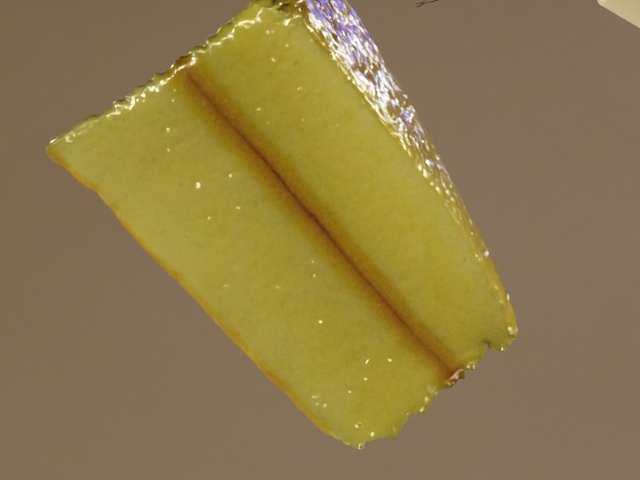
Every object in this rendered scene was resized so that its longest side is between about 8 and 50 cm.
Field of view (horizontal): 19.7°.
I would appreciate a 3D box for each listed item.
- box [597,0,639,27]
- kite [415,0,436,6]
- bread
[{"bbox_3d":[0.339,-0.268,1.375,0.069,0.214,0.353,-38,-152,56],"label":"box"},{"bbox_3d":[0.230,-0.319,2.043,0.285,0.015,0.152,-22,-172,19],"label":"kite"},{"bbox_3d":[0.000,0.000,1.490,0.233,0.361,0.245,-34,-179,13],"label":"bread"}]
